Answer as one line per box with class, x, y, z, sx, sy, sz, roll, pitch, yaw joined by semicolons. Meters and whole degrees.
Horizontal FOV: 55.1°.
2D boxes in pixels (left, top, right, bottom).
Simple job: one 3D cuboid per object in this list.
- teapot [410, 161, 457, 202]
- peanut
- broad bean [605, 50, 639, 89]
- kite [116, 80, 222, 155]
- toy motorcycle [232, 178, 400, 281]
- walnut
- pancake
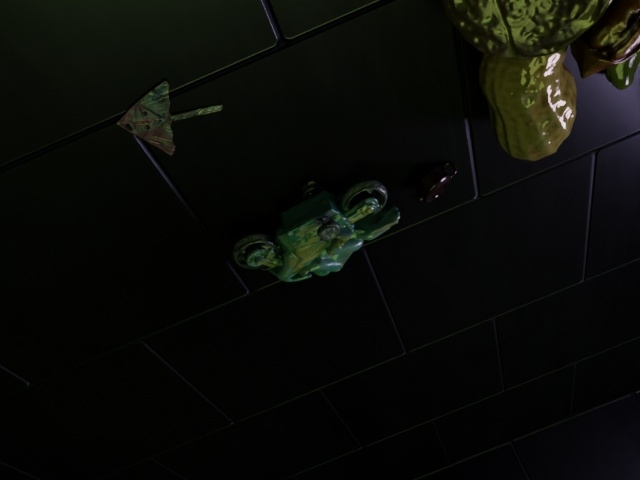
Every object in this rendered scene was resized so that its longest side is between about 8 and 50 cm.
teapot;0.207;-0.108;1.128;0.100;0.045;0.068;-44;162;1
peanut;0.321;-0.248;0.954;0.146;0.147;0.305;-27;138;9
broad bean;0.513;-0.298;1.043;0.063;0.045;0.083;-14;132;-10
kite;-0.219;-0.177;0.900;0.152;0.005;0.137;-7;141;-16
toy motorcycle;0.002;-0.001;1.115;0.296;0.109;0.198;-29;142;12
walnut;0.409;-0.316;0.840;0.115;0.115;0.207;25;97;-41
pancake;0.269;-0.357;0.783;0.249;0.031;0.250;7;121;12
